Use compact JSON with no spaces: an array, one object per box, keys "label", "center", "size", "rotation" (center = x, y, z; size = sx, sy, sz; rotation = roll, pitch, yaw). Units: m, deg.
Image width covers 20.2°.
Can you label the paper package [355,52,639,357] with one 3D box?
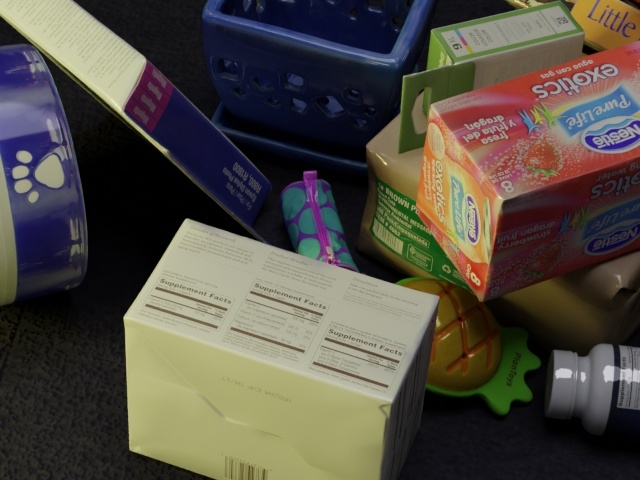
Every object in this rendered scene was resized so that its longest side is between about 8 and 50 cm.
[{"label":"paper package","center":[0.251,-0.053,1.958],"size":[0.325,0.168,0.309],"rotation":[30,50,21]}]

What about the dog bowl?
[{"label":"dog bowl","center":[-0.326,-0.068,1.852],"size":[0.104,0.265,0.265],"rotation":[-12,48,-19]}]

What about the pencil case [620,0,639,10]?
[{"label":"pencil case","center":[0.478,-0.321,2.252],"size":[0.410,0.183,0.160],"rotation":[28,78,22]}]

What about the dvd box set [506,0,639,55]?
[{"label":"dvd box set","center":[0.432,-0.181,2.043],"size":[0.420,0.062,0.307],"rotation":[31,6,23]}]

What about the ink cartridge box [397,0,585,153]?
[{"label":"ink cartridge box","center":[0.166,-0.171,1.874],"size":[0.209,0.109,0.062],"rotation":[-16,49,-17]}]

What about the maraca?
[{"label":"maraca","center":[0.141,0.107,1.841],"size":[0.185,0.099,0.127],"rotation":[26,60,-10]}]

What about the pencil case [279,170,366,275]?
[{"label":"pencil case","center":[0.000,0.000,1.950],"size":[0.064,0.070,0.152],"rotation":[-7,46,-12]}]

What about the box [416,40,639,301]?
[{"label":"box","center":[0.259,-0.075,1.762],"size":[0.300,0.154,0.142],"rotation":[-17,52,-20]}]

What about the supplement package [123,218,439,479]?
[{"label":"supplement package","center":[-0.038,0.130,1.723],"size":[0.262,0.204,0.145],"rotation":[17,47,12]}]

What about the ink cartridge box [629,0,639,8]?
[{"label":"ink cartridge box","center":[0.533,-0.235,1.893],"size":[0.279,0.160,0.384],"rotation":[24,8,-39]}]

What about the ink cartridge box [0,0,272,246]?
[{"label":"ink cartridge box","center":[-0.177,-0.139,1.911],"size":[0.330,0.324,0.071],"rotation":[39,87,29]}]

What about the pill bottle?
[{"label":"pill bottle","center":[0.314,0.154,1.808],"size":[0.169,0.094,0.094],"rotation":[7,45,2]}]

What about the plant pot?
[{"label":"plant pot","center":[0.001,-0.217,2.066],"size":[0.236,0.212,0.236],"rotation":[15,46,9]}]
